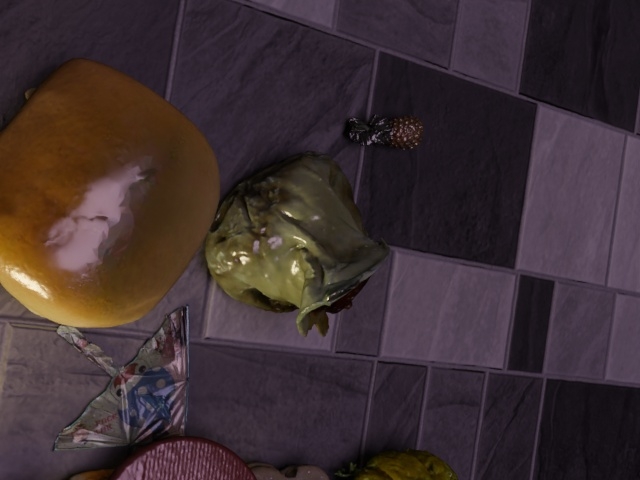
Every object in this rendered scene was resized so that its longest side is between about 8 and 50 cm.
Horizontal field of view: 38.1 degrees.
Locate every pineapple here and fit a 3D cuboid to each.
[{"bbox_3d":[0.124,-0.215,1.839,0.159,0.074,0.074,-2,93,-28],"label":"pineapple"}]

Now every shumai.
[{"bbox_3d":[0.000,0.000,1.630,0.292,0.288,0.330,39,73,-28],"label":"shumai"}]

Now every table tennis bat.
[{"bbox_3d":[-0.273,0.452,1.522,0.415,0.051,0.268,14,73,-30],"label":"table tennis bat"}]

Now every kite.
[{"bbox_3d":[-0.329,0.240,1.590,0.335,0.011,0.314,-50,116,-22],"label":"kite"}]

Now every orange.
[{"bbox_3d":[0.166,0.564,1.807,0.300,0.223,0.301,6,93,-37],"label":"orange"}]

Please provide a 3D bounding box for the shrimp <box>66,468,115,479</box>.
[{"bbox_3d":[-0.427,0.589,1.509,0.272,0.085,0.445,49,62,-31],"label":"shrimp"}]

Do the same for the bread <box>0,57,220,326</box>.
[{"bbox_3d":[-0.340,-0.053,1.426,0.348,0.253,0.376,46,70,-31],"label":"bread"}]

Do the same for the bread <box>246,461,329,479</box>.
[{"bbox_3d":[-0.126,0.518,1.685,0.337,0.102,0.183,-42,114,-26],"label":"bread"}]
